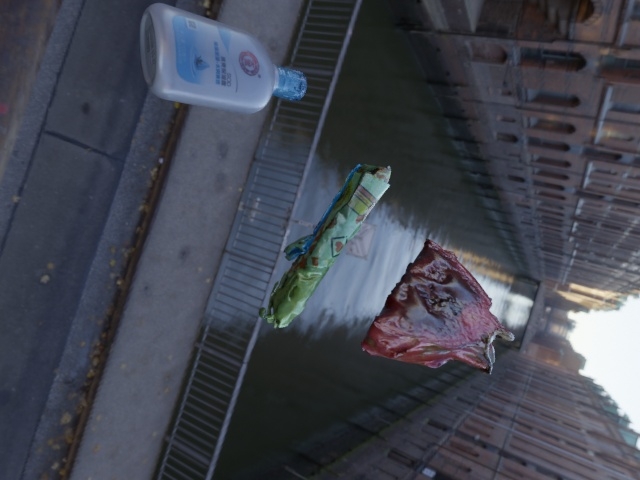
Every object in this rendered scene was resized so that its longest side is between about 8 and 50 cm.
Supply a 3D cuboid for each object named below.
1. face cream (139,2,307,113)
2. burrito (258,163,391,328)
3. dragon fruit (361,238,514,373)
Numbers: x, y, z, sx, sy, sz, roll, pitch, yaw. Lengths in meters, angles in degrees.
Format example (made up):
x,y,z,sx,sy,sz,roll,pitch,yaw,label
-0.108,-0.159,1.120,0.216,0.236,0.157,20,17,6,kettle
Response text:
x,y,z,sx,sy,sz,roll,pitch,yaw,label
-0.165,-0.318,0.956,0.337,0.080,0.162,-1,84,-45,face cream
0.000,0.000,0.761,0.054,0.104,0.288,30,96,-26,burrito
0.190,0.142,0.822,0.262,0.212,0.134,-40,149,-47,dragon fruit
